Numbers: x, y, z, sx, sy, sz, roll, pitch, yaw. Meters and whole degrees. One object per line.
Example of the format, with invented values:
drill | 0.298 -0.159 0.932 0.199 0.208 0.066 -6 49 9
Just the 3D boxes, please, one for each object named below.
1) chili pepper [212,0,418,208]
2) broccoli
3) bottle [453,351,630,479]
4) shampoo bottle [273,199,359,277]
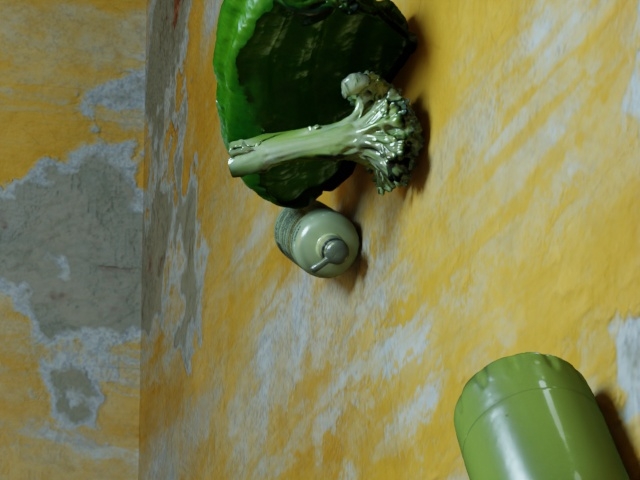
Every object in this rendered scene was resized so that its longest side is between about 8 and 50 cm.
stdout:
chili pepper | -0.024 -0.197 1.876 0.167 0.213 0.385 55 161 23
broccoli | 0.004 -0.102 1.793 0.122 0.204 0.118 84 178 -74
bottle | 0.174 0.200 1.240 0.260 0.112 0.112 -105 25 -51
shampoo bottle | 0.000 0.000 1.998 0.162 0.079 0.079 -148 63 -72
